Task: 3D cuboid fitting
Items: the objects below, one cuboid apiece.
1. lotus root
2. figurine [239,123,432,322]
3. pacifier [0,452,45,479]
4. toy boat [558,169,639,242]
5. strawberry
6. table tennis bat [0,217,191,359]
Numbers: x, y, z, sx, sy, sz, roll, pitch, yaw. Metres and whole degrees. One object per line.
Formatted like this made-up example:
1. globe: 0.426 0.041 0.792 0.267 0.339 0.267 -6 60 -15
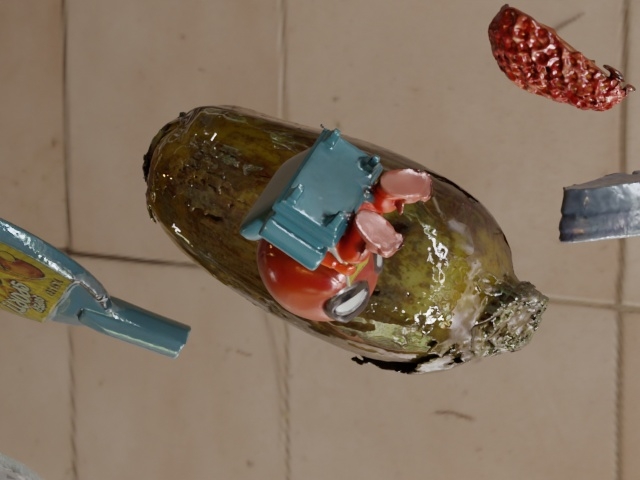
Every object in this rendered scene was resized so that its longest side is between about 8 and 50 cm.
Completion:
1. lotus root: 0.015 -0.002 1.091 0.398 0.196 0.179 25 69 17
2. figurine: 0.000 0.000 0.592 0.075 0.068 0.140 30 154 0
3. pacifier: -0.093 0.174 0.555 0.207 0.279 0.227 -28 51 11
4. toy boat: 0.408 -0.045 1.468 0.127 0.283 0.078 10 108 62
5. strawberry: 0.266 -0.202 1.372 0.188 0.121 0.082 43 106 27
6. table tennis bat: -0.287 0.041 1.191 0.215 0.329 0.044 -39 29 60
